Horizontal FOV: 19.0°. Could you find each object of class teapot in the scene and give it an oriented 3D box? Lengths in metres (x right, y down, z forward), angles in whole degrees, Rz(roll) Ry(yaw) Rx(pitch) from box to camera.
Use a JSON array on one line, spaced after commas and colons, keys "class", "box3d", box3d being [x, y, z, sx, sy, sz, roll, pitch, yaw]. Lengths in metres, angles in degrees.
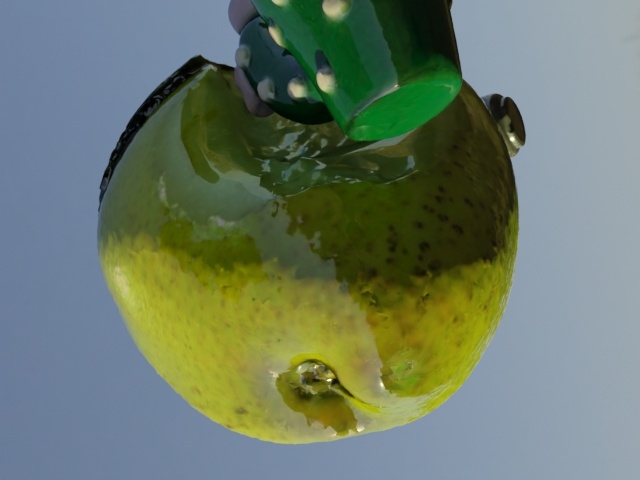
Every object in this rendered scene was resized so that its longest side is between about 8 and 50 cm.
[{"class": "teapot", "box3d": [0.102, -0.078, 1.391, 0.063, 0.083, 0.049, 40, -142, -56]}]

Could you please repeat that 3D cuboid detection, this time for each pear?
[{"class": "pear", "box3d": [0.000, 0.000, 1.189, 0.292, 0.292, 0.159, -84, -13, -50]}]

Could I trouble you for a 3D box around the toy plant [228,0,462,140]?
[{"class": "toy plant", "box3d": [0.005, -0.177, 1.103, 0.112, 0.232, 0.243, -8, -87, -34]}]
